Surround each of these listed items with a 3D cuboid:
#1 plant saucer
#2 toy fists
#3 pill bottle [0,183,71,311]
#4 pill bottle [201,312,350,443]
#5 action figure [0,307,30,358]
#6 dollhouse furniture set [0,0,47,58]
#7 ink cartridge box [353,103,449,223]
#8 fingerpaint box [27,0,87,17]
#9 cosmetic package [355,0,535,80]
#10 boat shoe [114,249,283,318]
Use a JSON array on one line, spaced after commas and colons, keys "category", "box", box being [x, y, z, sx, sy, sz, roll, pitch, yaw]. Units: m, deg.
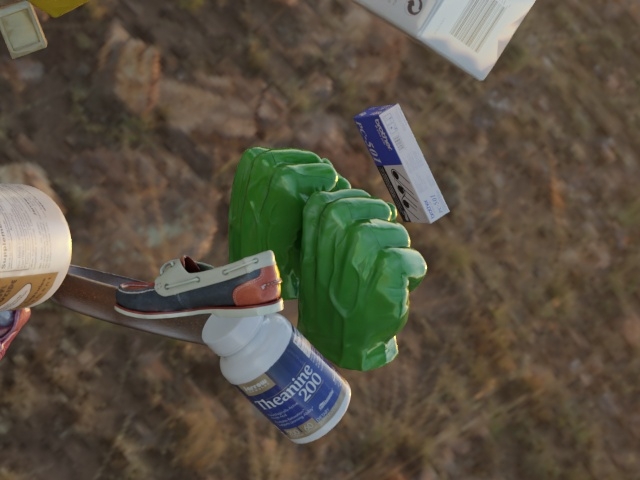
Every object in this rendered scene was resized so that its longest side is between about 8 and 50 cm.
[{"category": "plant saucer", "box": [-0.213, 0.083, 1.703, 0.311, 0.050, 0.310, 15, 0, 0]}, {"category": "toy fists", "box": [0.000, 0.000, 1.269, 0.096, 0.142, 0.279, -11, 29, -27]}, {"category": "pill bottle", "box": [-0.354, 0.010, 1.305, 0.131, 0.131, 0.229, 57, 20, 12]}, {"category": "pill bottle", "box": [-0.036, 0.099, 1.064, 0.120, 0.067, 0.067, 47, 28, -26]}, {"category": "action figure", "box": [-0.448, 0.154, 1.722, 0.275, 0.248, 0.370, 48, 61, -40]}, {"category": "dollhouse furniture set", "box": [-0.411, -0.284, 1.505, 0.101, 0.161, 0.181, -116, -173, -68]}, {"category": "ink cartridge box", "box": [0.136, -0.129, 2.296, 0.046, 0.097, 0.207, -32, 104, -21]}, {"category": "fingerpaint box", "box": [-0.163, -0.398, 1.076, 0.371, 0.445, 0.163, 28, 47, -56]}, {"category": "cosmetic package", "box": [0.066, -0.426, 1.954, 0.453, 0.161, 0.230, 37, 9, 29]}, {"category": "boat shoe", "box": [-0.088, 0.031, 0.951, 0.049, 0.137, 0.043, -26, 109, -58]}]
